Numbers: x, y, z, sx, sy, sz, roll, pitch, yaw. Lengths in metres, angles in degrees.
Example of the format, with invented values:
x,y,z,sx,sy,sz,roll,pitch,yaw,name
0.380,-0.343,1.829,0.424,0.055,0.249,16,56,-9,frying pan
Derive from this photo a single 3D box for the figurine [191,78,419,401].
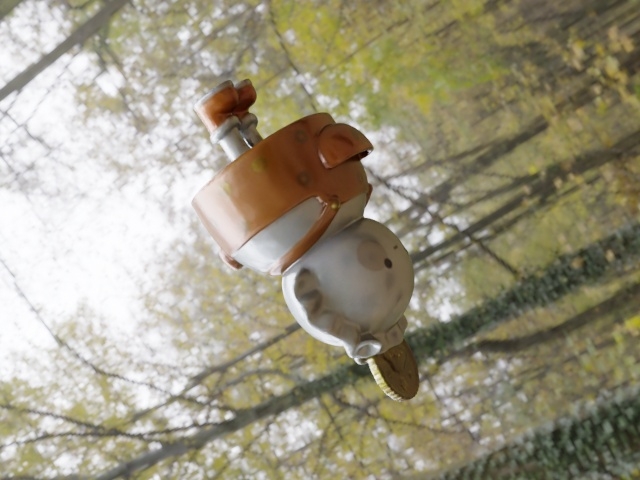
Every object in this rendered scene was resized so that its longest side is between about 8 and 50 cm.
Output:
x,y,z,sx,sy,sz,roll,pitch,yaw,name
-0.008,0.002,0.766,0.271,0.143,0.143,70,-158,-4,figurine
